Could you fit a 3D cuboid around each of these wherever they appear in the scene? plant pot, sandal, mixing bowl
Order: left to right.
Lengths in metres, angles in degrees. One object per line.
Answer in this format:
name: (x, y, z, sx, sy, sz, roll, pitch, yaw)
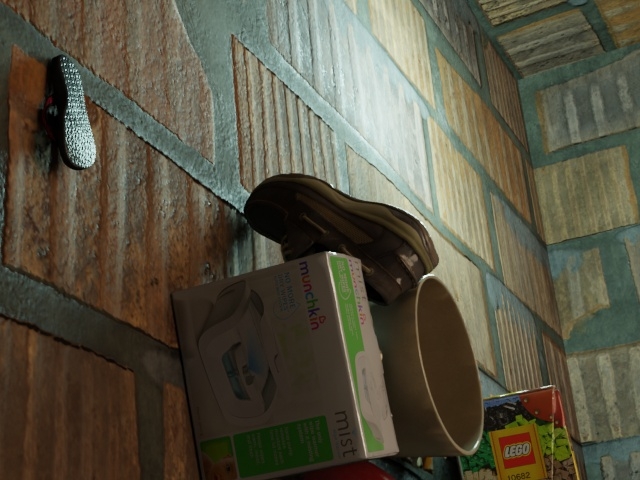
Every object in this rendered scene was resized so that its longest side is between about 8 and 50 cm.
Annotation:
sandal: (-0.300, -0.144, 1.333, 0.067, 0.040, 0.179, 56, 13, -49)
mixing bowl: (0.029, 0.373, 1.629, 0.098, 0.181, 0.181, 54, 7, 37)
plant pot: (0.063, 0.206, 1.639, 0.256, 0.274, 0.256, 47, 34, -47)

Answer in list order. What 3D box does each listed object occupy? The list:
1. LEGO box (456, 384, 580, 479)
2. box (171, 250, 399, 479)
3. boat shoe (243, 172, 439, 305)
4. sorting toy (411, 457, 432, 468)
LEGO box: (0.364, 0.481, 2.102, 0.500, 0.193, 0.372, 60, 19, -76)
box: (-0.044, 0.170, 1.468, 0.127, 0.231, 0.262, 15, 63, -65)
boat shoe: (0.000, 0.000, 1.617, 0.130, 0.355, 0.132, -48, 129, -23)
sorting toy: (0.198, 0.287, 2.063, 0.347, 0.047, 0.196, -89, -172, -55)
